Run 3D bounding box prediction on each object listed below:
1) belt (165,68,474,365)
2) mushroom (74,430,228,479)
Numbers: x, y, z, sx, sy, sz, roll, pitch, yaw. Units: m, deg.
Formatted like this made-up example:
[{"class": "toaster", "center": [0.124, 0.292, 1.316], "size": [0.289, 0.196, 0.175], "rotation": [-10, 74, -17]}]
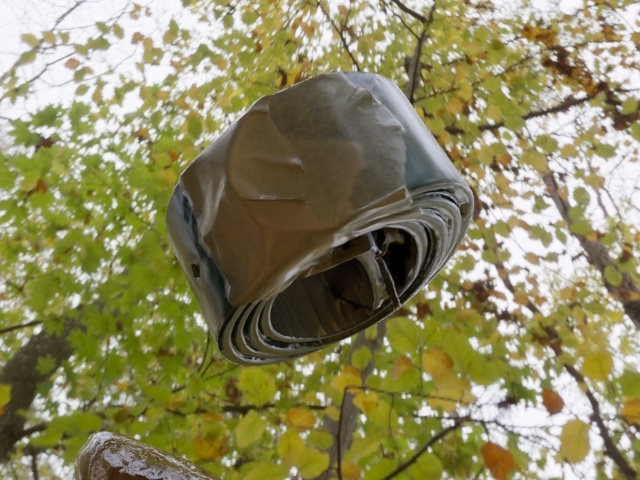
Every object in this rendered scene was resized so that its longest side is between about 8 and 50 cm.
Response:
[{"class": "belt", "center": [0.000, 0.001, 0.809], "size": [0.300, 0.436, 0.173], "rotation": [-28, -112, -6]}, {"class": "mushroom", "center": [-0.165, 0.423, 1.001], "size": [0.313, 0.224, 0.398], "rotation": [-17, -87, -24]}]
